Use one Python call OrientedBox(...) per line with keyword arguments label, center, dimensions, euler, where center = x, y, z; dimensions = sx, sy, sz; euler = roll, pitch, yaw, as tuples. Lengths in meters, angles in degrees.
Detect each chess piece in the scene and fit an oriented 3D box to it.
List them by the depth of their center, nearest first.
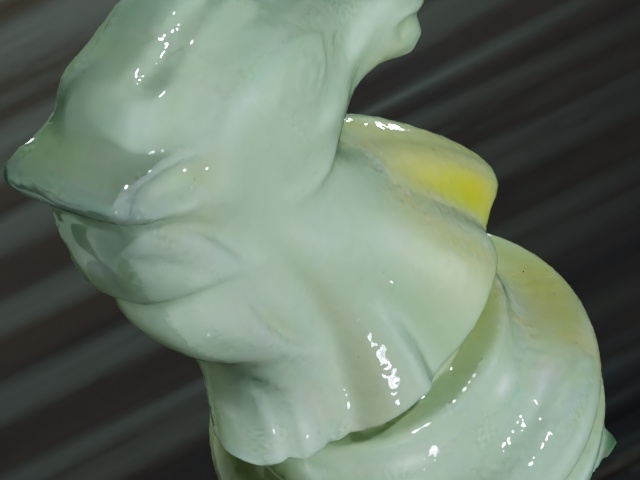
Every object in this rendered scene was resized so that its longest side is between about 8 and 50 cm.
OrientedBox(label="chess piece", center=(0.000, 0.000, 0.727), dimensions=(0.176, 0.175, 0.298), euler=(59, -1, 42))
